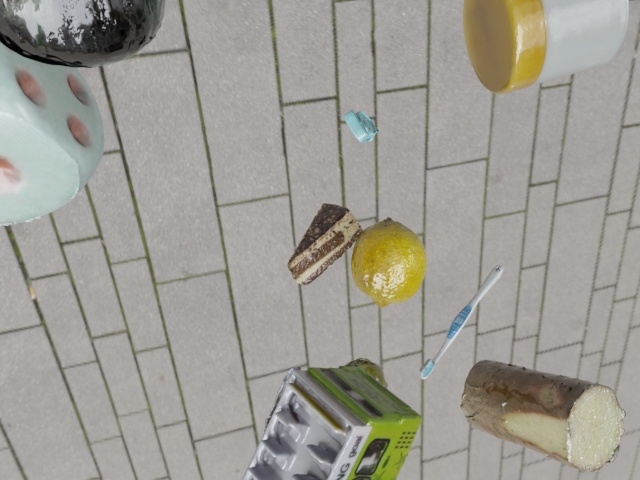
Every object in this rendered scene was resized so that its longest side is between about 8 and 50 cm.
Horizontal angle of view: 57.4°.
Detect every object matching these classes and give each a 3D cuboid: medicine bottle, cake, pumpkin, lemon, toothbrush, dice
[{"bbox_3d":[0.433,-0.432,1.152,0.232,0.238,0.238,-16,120,-5],"label":"medicine bottle"},{"bbox_3d":[-0.010,0.005,1.663,0.246,0.135,0.112,-42,127,-9],"label":"cake"},{"bbox_3d":[-0.305,-0.311,0.714,0.233,0.233,0.163,-7,141,-14],"label":"pumpkin"},{"bbox_3d":[0.174,0.056,1.483,0.192,0.192,0.231,6,88,-20],"label":"lemon"},{"bbox_3d":[0.158,0.088,0.650,0.162,0.014,0.017,-48,140,-19],"label":"toothbrush"},{"bbox_3d":[-0.558,-0.206,0.997,0.265,0.262,0.268,-24,146,10],"label":"dice"}]

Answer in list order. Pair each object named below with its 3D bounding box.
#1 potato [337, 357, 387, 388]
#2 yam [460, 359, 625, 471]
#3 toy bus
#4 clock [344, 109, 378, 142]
[{"bbox_3d":[0.032,0.338,1.164,0.251,0.113,0.149,-43,146,-7],"label":"potato"},{"bbox_3d":[0.334,0.263,0.921,0.128,0.238,0.129,23,80,-30],"label":"yam"},{"bbox_3d":[-0.033,0.263,0.530,0.139,0.113,0.301,19,98,-45],"label":"toy bus"},{"bbox_3d":[0.139,-0.370,1.891,0.045,0.147,0.108,-33,84,28],"label":"clock"}]
